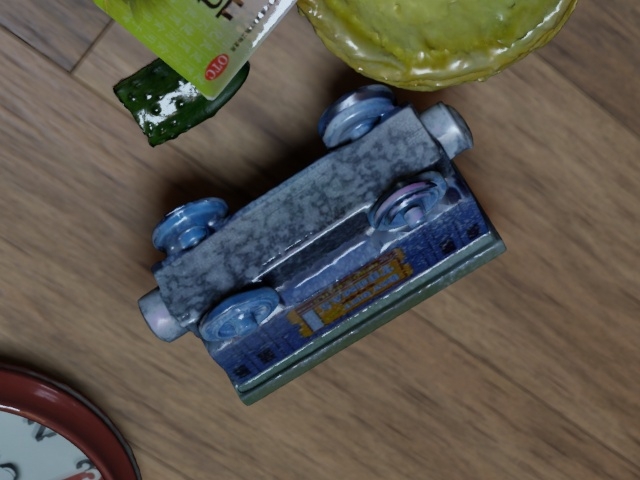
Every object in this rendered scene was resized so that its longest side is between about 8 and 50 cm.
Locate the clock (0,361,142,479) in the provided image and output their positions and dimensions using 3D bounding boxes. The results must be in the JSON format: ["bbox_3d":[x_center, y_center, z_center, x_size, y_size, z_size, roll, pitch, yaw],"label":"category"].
[{"bbox_3d":[-0.313,0.237,1.541,0.318,0.080,0.318,-3,120,-5],"label":"clock"}]

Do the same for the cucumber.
[{"bbox_3d":[-0.107,-0.123,1.447,0.107,0.035,0.067,-31,116,0],"label":"cucumber"}]

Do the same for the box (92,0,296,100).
[{"bbox_3d":[-0.062,-0.255,1.267,0.175,0.062,0.260,39,106,-6],"label":"box"}]

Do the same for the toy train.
[{"bbox_3d":[0.000,0.000,1.448,0.299,0.131,0.202,-31,155,3],"label":"toy train"}]

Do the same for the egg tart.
[{"bbox_3d":[0.094,-0.266,1.380,0.294,0.123,0.294,-6,118,-11],"label":"egg tart"}]
